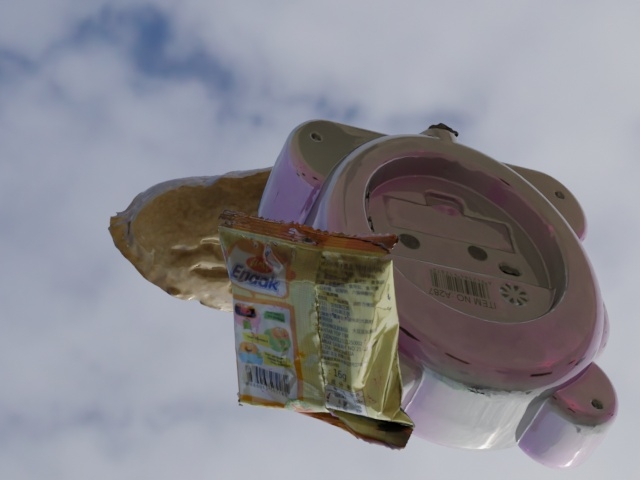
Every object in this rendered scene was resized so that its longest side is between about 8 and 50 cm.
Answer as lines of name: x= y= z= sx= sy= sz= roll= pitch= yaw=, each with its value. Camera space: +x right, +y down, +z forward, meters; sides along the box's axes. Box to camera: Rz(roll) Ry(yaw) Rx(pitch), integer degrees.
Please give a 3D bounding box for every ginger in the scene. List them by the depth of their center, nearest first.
ginger: x=0.000 y=0.000 z=1.374 sx=0.354 sy=0.190 sz=0.126 roll=0 pitch=-148 yaw=-4

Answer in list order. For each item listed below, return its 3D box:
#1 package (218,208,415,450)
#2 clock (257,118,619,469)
package: x=-0.003 y=0.046 z=0.859 sx=0.108 sy=0.120 sz=0.031 roll=9 pitch=-152 yaw=29
clock: x=0.079 y=0.031 z=1.051 sx=0.228 sy=0.090 sz=0.248 roll=12 pitch=-142 yaw=-17
